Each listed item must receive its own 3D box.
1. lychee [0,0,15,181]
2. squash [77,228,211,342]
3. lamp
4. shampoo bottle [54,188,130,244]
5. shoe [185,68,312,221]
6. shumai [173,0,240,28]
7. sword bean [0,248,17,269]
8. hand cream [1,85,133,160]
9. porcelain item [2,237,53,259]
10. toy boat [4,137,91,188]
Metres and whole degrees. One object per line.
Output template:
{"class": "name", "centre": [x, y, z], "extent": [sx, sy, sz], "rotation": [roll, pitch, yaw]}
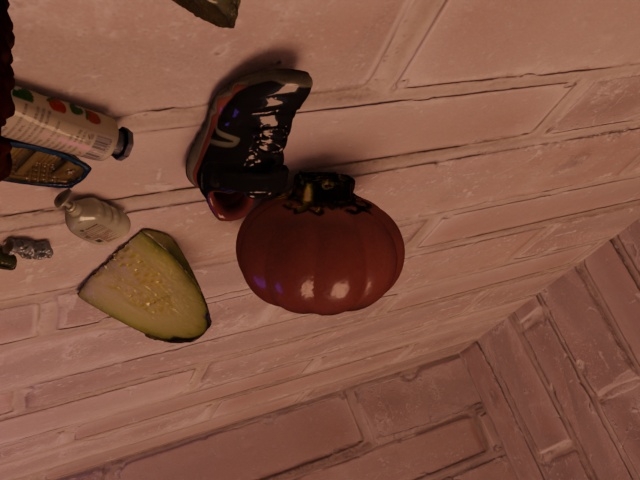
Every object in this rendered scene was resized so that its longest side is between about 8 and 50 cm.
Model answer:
{"class": "lychee", "centre": [-0.377, -0.134, 0.537], "extent": [0.306, 0.306, 0.330], "rotation": [-34, 134, 27]}
{"class": "squash", "centre": [-0.306, 0.107, 1.367], "extent": [0.236, 0.155, 0.204], "rotation": [-35, 157, 32]}
{"class": "lamp", "centre": [0.000, 0.000, 1.290], "extent": [0.305, 0.240, 0.305], "rotation": [2, -164, -1]}
{"class": "shampoo bottle", "centre": [-0.360, -0.036, 1.114], "extent": [0.077, 0.045, 0.152], "rotation": [-24, 160, 9]}
{"class": "shoe", "centre": [-0.102, -0.126, 1.031], "extent": [0.114, 0.137, 0.291], "rotation": [-6, 152, -37]}
{"class": "shumai", "centre": [-0.117, -0.281, 0.745], "extent": [0.099, 0.123, 0.087], "rotation": [27, 93, -29]}
{"class": "sword bean", "centre": [-0.580, 0.024, 1.057], "extent": [0.269, 0.038, 0.043], "rotation": [3, 122, -47]}
{"class": "hand cream", "centre": [-0.350, -0.148, 0.860], "extent": [0.095, 0.059, 0.276], "rotation": [-34, 151, 31]}
{"class": "porcelain item", "centre": [-0.464, 0.015, 1.155], "extent": [0.036, 0.028, 0.083], "rotation": [-35, 157, 23]}
{"class": "toy boat", "centre": [-0.397, -0.109, 0.908], "extent": [0.080, 0.046, 0.228], "rotation": [-34, 156, 28]}
